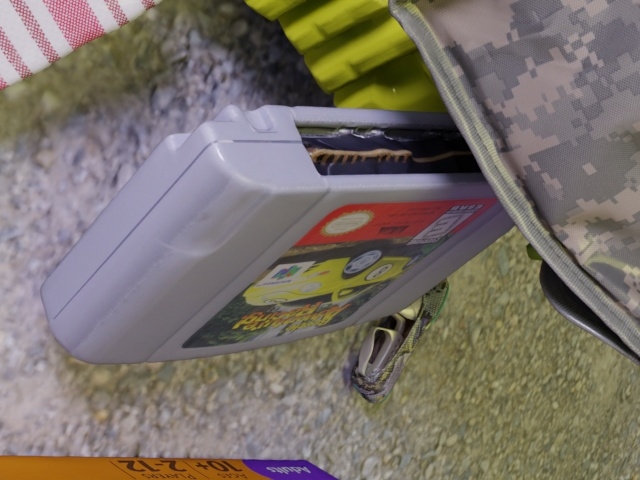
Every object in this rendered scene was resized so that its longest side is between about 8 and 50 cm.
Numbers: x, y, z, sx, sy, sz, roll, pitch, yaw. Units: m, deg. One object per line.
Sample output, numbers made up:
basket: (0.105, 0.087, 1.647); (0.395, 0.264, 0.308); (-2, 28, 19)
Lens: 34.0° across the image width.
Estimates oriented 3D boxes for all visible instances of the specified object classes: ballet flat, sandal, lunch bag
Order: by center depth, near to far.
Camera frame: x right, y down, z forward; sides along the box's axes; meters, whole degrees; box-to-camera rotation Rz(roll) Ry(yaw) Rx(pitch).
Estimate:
lunch bag: (0.195, -0.068, 0.554); (0.287, 0.169, 0.235); (57, 38, -15)
sandal: (-0.011, -0.193, 0.569); (0.317, 0.126, 0.138); (44, 43, -42)
ballet flat: (0.058, 0.067, 0.791); (0.114, 0.041, 0.041); (-59, 138, -12)

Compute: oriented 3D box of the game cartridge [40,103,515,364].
game cartridge: (0.000, 0.000, 0.606); (0.294, 0.196, 0.060); (-5, 66, -45)

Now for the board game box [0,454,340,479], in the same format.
board game box: (-0.060, 0.346, 0.542); (0.356, 0.356, 0.357); (14, 96, -48)

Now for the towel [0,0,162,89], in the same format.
towel: (-0.161, -0.134, 0.456); (0.197, 0.029, 0.144); (-32, 128, -11)

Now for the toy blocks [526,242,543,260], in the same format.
toy blocks: (0.236, -0.191, 0.793); (0.381, 0.190, 0.261); (-35, 117, -33)
